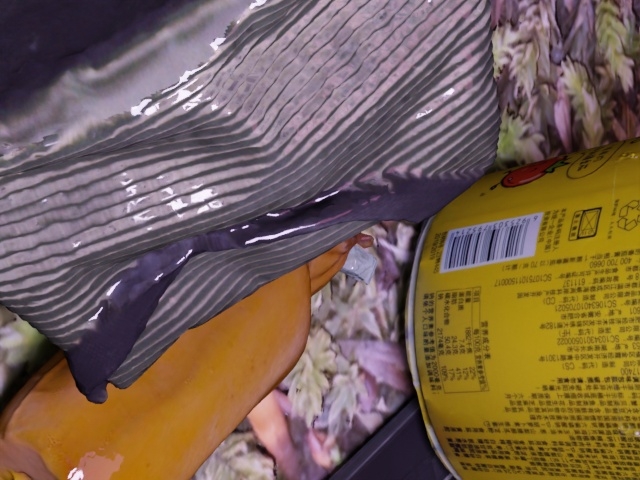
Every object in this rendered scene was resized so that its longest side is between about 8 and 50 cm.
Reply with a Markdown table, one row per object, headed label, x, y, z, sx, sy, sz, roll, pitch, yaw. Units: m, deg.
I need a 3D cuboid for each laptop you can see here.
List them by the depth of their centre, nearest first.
| label | x | y | z | sx | sy | sz | roll | pitch | yaw |
| --- | --- | --- | --- | --- | --- | --- | --- | --- | --- |
| laptop | 0.067 | 0.202 | 1.466 | 0.207 | 0.026 | 0.154 | -39 | 120 | -44 |

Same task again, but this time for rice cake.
| label | x | y | z | sx | sy | sz | roll | pitch | yaw |
| --- | --- | --- | --- | --- | --- | --- | --- | --- | --- |
| rice cake | 0.000 | 0.000 | 1.379 | 0.121 | 0.021 | 0.022 | 33 | 77 | -47 |

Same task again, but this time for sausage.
| label | x | y | z | sx | sy | sz | roll | pitch | yaw |
| --- | --- | --- | --- | --- | --- | --- | --- | --- | --- |
| sausage | -0.074 | 0.066 | 1.226 | 0.328 | 0.112 | 0.112 | -42 | 123 | -42 |

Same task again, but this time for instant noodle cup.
| label | x | y | z | sx | sy | sz | roll | pitch | yaw |
| --- | --- | --- | --- | --- | --- | --- | --- | --- | --- |
| instant noodle cup | 0.230 | 0.064 | 1.454 | 0.325 | 0.254 | 0.325 | 15 | 72 | -56 |

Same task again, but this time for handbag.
| label | x | y | z | sx | sy | sz | roll | pitch | yaw |
| --- | --- | --- | --- | --- | --- | --- | --- | --- | --- |
| handbag | -0.077 | -0.095 | 1.061 | 0.340 | 0.247 | 0.240 | -31 | 136 | -8 |
